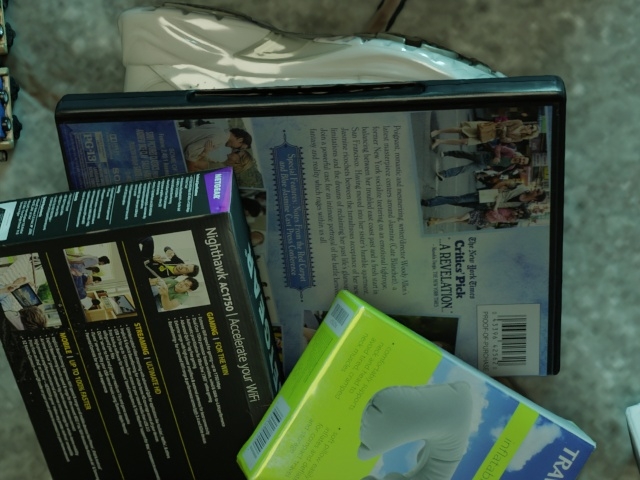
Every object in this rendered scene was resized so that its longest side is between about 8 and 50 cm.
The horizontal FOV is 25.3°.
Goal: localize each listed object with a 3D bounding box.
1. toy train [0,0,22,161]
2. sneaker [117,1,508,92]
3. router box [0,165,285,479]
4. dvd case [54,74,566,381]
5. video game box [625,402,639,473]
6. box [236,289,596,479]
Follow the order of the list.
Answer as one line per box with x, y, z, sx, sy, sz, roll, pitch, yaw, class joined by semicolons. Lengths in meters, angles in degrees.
-0.189;-0.123;0.800;0.027;0.036;0.158;-5;91;5;toy train
0.000;-0.059;0.769;0.232;0.090;0.115;10;101;12;sneaker
-0.093;0.055;0.746;0.133;0.046;0.179;-8;124;5;router box
0.000;0.000;0.746;0.253;0.022;0.180;-2;125;5;dvd case
0.267;0.149;0.697;0.187;0.205;0.048;-15;134;7;video game box
0.059;0.116;0.747;0.178;0.042;0.109;31;93;-19;box
